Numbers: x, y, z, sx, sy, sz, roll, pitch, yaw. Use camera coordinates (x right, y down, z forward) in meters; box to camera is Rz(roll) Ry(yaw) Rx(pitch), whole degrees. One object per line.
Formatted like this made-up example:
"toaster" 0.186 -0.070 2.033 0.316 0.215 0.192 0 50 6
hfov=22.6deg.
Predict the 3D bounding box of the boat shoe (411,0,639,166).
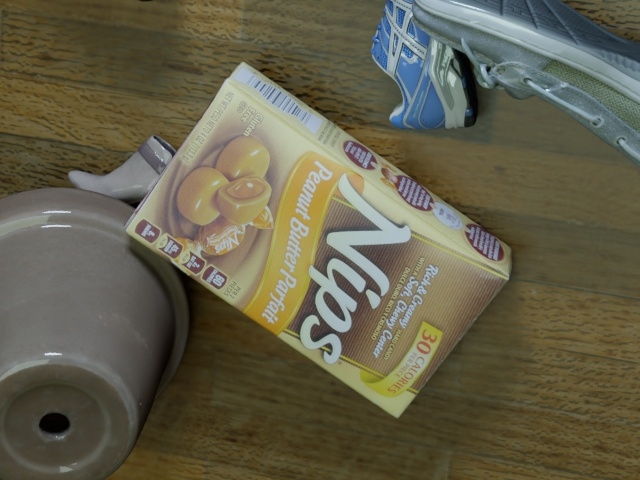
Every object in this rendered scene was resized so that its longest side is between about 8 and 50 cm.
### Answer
"boat shoe" 0.216 -0.136 1.386 0.320 0.118 0.103 22 115 -14

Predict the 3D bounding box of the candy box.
"candy box" 0.000 0.000 1.503 0.316 0.087 0.183 35 111 -3

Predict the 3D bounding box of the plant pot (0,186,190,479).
"plant pot" -0.249 0.114 1.500 0.263 0.229 0.263 -3 118 -5

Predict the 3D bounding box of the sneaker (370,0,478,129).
"sneaker" 0.081 -0.197 1.448 0.081 0.080 0.211 -12 100 15

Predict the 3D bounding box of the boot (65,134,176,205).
"boot" -0.182 -0.066 1.581 0.118 0.042 0.087 32 105 3
